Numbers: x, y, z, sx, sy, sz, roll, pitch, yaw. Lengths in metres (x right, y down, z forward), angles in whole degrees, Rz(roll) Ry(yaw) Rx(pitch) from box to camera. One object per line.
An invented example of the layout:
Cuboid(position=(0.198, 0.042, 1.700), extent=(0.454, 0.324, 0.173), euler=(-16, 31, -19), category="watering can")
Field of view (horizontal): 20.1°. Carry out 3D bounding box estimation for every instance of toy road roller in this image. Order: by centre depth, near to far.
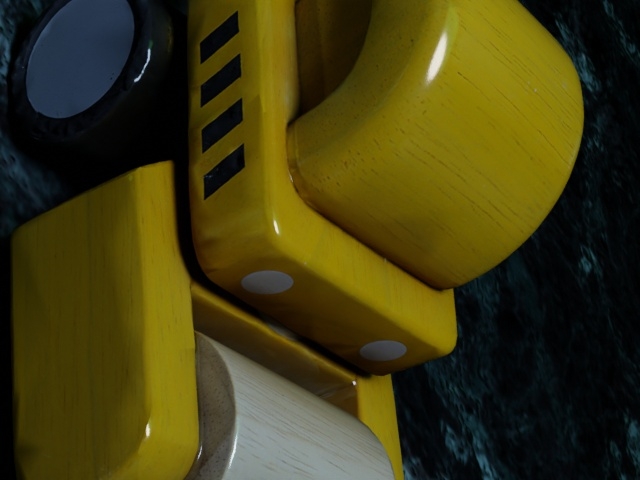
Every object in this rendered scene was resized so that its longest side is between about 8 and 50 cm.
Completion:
Cuboid(position=(0.000, 0.000, 0.860), extent=(0.202, 0.240, 0.330), euler=(32, 45, -47), category="toy road roller")
